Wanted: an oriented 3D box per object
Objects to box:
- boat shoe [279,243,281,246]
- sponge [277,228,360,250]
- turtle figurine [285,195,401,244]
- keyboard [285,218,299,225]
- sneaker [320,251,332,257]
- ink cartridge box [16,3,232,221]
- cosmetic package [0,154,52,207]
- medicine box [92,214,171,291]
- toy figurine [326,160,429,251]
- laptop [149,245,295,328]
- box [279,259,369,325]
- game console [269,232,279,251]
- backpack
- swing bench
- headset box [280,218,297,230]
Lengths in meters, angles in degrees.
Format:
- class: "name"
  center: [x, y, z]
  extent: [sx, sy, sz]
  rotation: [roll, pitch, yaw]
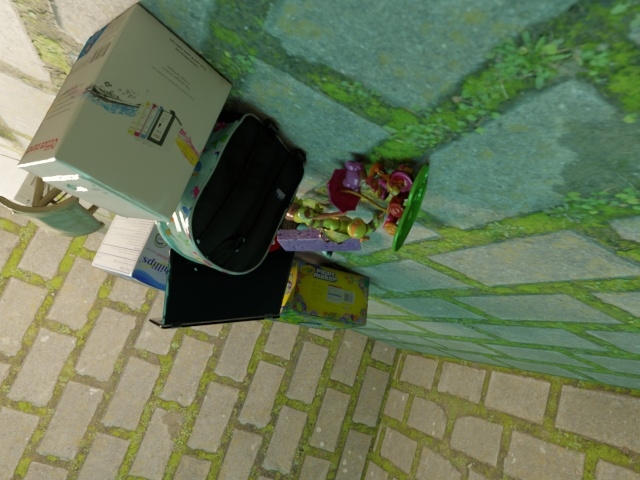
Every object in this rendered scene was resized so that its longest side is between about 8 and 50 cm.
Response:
- class: "boat shoe"
  center: [-0.138, -0.006, 1.412]
  extent: [0.135, 0.050, 0.045]
  rotation: [24, 177, -10]
- class: "sponge"
  center: [0.000, 0.000, 1.170]
  extent: [0.210, 0.031, 0.117]
  rotation: [-1, 163, 8]
- class: "turtle figurine"
  center: [0.037, -0.035, 0.950]
  extent: [0.269, 0.087, 0.217]
  rotation: [0, -168, -38]
- class: "keyboard"
  center: [-0.106, -0.060, 1.217]
  extent: [0.108, 0.023, 0.180]
  rotation: [22, 164, -9]
- class: "sneaker"
  center: [-0.008, 0.016, 1.342]
  extent: [0.069, 0.038, 0.098]
  rotation: [11, 153, 35]
- class: "ink cartridge box"
  center: [-0.276, -0.166, 0.644]
  extent: [0.171, 0.233, 0.168]
  rotation: [5, 160, 44]
- class: "cosmetic package"
  center: [-1.189, -0.224, 1.744]
  extent: [0.183, 0.152, 0.151]
  rotation: [17, 164, 8]
- class: "medicine box"
  center: [-0.573, -0.004, 1.480]
  extent: [0.263, 0.289, 0.149]
  rotation: [7, 161, 39]
- class: "toy figurine"
  center: [0.086, -0.084, 0.760]
  extent: [0.159, 0.130, 0.173]
  rotation: [25, 145, 16]
- class: "laptop"
  center: [-0.332, 0.151, 1.461]
  extent: [0.381, 0.237, 0.408]
  rotation: [0, 175, -29]
- class: "box"
  center: [-0.022, 0.213, 1.626]
  extent: [0.289, 0.177, 0.279]
  rotation: [16, 158, -25]
- class: "game console"
  center: [-0.182, -0.019, 1.200]
  extent: [0.124, 0.085, 0.144]
  rotation: [-19, 160, -10]
- class: "backpack"
  center: [-0.166, -0.076, 0.787]
  extent: [0.191, 0.254, 0.225]
  rotation: [10, 163, 33]
- class: "swing bench"
  center: [-0.635, -0.139, 1.150]
  extent: [0.165, 0.255, 0.253]
  rotation: [21, 165, -7]
- class: "headset box"
  center: [-0.103, -0.037, 1.191]
  extent: [0.083, 0.032, 0.062]
  rotation: [17, 165, -18]
